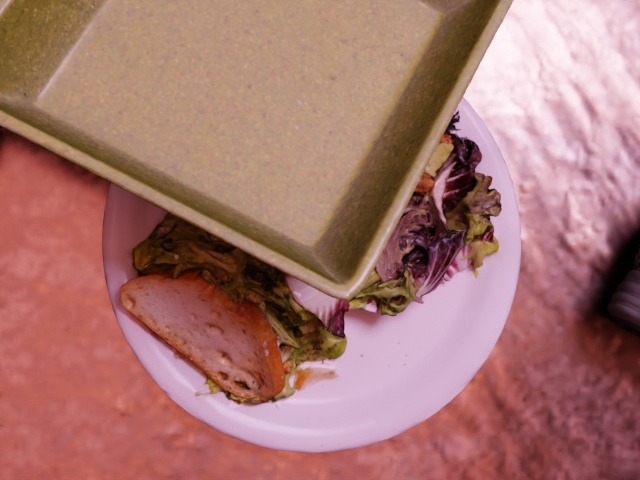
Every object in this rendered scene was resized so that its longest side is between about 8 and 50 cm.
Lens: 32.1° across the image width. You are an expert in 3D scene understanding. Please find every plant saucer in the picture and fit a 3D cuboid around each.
[{"bbox_3d":[-0.032,-0.086,0.484,0.188,0.045,0.188,28,68,3],"label":"plant saucer"}]

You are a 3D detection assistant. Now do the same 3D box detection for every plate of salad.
[{"bbox_3d":[0.000,0.000,0.514,0.200,0.048,0.199,0,88,-8],"label":"plate of salad"}]

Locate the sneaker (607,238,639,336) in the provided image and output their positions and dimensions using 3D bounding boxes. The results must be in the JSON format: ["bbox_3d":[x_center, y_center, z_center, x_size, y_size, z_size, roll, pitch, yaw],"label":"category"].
[{"bbox_3d":[0.266,0.025,0.534,0.228,0.087,0.130,24,92,-2],"label":"sneaker"}]
